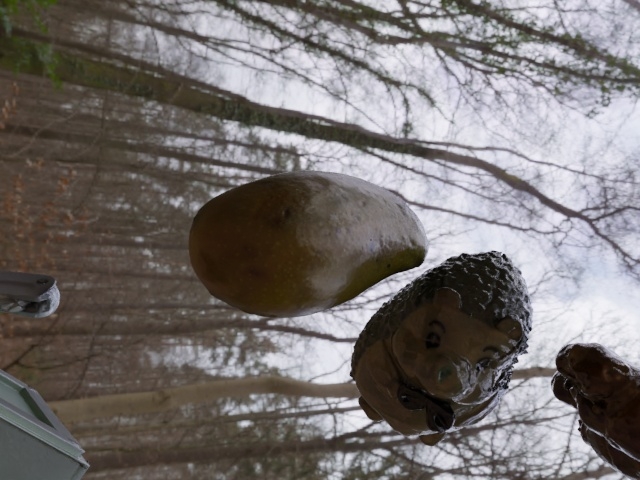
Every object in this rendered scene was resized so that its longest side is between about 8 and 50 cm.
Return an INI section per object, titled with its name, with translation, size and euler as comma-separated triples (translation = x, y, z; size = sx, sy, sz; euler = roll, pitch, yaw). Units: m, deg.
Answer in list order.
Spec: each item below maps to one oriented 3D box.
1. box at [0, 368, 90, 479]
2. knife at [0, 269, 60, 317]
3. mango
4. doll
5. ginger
[box]
translation = -0.399, 0.194, 0.670
size = 0.225, 0.225, 0.117
euler = 12, -119, 50
[knife]
translation = -0.460, 0.060, 0.775
size = 0.073, 0.266, 0.040
euler = -69, 165, -69
[mango]
translation = -0.003, -0.007, 0.788
size = 0.175, 0.329, 0.176
euler = -6, -78, 60
[doll]
translation = 0.181, 0.168, 0.920
size = 0.349, 0.247, 0.247
euler = 115, -35, -43
[ginger]
translation = 0.499, 0.286, 0.995
size = 0.274, 0.357, 0.152
euler = 23, -108, 29
